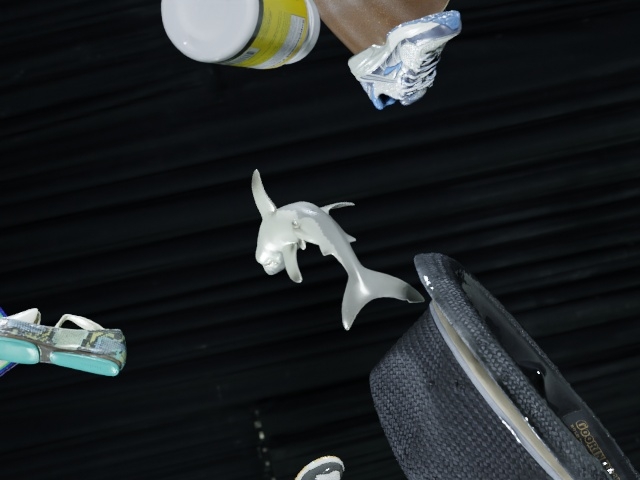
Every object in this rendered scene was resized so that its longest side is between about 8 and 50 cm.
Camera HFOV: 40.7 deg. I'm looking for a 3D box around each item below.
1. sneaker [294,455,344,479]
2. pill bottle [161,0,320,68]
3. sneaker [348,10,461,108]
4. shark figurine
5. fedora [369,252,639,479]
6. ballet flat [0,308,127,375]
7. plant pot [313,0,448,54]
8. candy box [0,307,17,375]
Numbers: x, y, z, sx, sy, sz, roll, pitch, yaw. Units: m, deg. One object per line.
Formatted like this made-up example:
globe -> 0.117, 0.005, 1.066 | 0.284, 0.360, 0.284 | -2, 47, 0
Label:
sneaker -> -0.011, 0.198, 0.639 | 0.032, 0.083, 0.037 | 42, -175, -27
pill bottle -> -0.085, -0.266, 1.026 | 0.208, 0.119, 0.119 | -19, -83, -66
sneaker -> 0.077, -0.144, 0.704 | 0.135, 0.052, 0.058 | -18, 94, 64
shark figurine -> 0.010, -0.011, 1.072 | 0.278, 0.116, 0.166 | 21, 126, 55
fedora -> 0.156, 0.176, 0.804 | 0.334, 0.152, 0.334 | 46, -168, -13
ballet flat -> -0.322, 0.114, 1.015 | 0.070, 0.188, 0.070 | -166, 90, -75
plant pot -> 0.039, -0.399, 1.204 | 0.230, 0.215, 0.215 | 27, -146, -37
candy box -> -0.545, 0.064, 1.122 | 0.317, 0.122, 0.268 | 55, 147, -11
